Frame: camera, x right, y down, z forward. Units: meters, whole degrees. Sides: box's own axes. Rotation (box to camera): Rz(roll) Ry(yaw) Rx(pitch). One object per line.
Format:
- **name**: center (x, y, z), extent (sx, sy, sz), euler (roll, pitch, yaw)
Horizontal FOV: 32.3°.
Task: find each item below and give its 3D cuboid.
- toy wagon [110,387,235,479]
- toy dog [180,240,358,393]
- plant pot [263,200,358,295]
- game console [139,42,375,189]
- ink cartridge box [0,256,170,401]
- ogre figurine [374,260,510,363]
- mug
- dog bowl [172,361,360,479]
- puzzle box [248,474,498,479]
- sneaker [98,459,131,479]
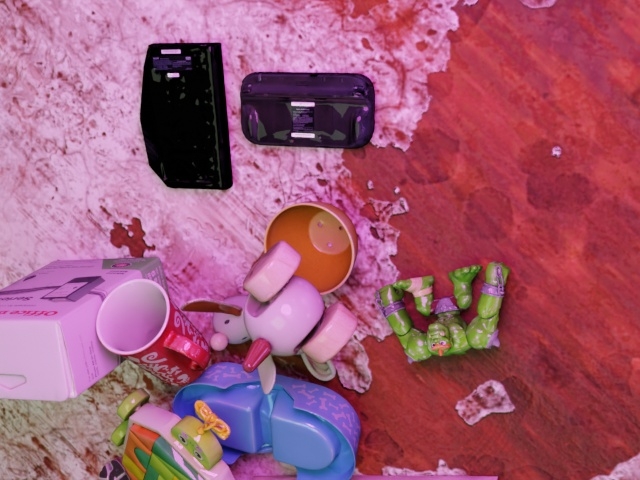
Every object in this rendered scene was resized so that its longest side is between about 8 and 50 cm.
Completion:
- **toy wagon**: center (-0.209, 0.345, 1.689), extent (0.267, 0.068, 0.344), euler (42, 149, 12)
- **toy dog**: center (-0.087, 0.131, 1.522), extent (0.220, 0.161, 0.334), euler (38, 155, 9)
- **plant pot**: center (0.000, 0.000, 1.568), extent (0.134, 0.095, 0.134), euler (7, 109, 20)
- **game console**: center (-0.095, -0.174, 1.582), extent (0.361, 0.044, 0.213), euler (4, 109, 21)
- **ink cartridge box**: center (-0.383, 0.125, 1.648), extent (0.211, 0.289, 0.121), euler (-2, 106, 22)
- **ogre figurine**: center (0.176, 0.102, 1.538), extent (0.197, 0.097, 0.118), euler (-12, 84, 9)
- **mug**: center (-0.226, 0.153, 1.588), extent (0.113, 0.169, 0.150), euler (-35, 58, -1)
- **dog bowl**: center (-0.076, 0.273, 1.675), extent (0.297, 0.074, 0.166), euler (12, 129, 17)
- **puzzle box**: center (0.091, 0.494, 1.712), extent (0.409, 0.052, 0.272), euler (-4, 105, 23)
- **sneaker**: center (-0.312, 0.445, 1.850), extent (0.068, 0.071, 0.170), euler (-39, 74, 10)
